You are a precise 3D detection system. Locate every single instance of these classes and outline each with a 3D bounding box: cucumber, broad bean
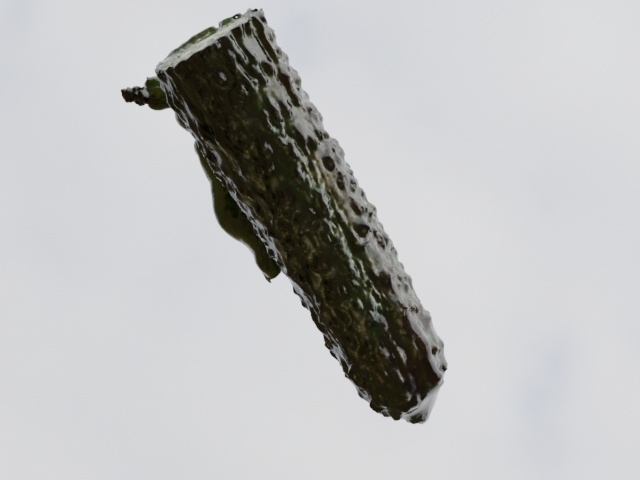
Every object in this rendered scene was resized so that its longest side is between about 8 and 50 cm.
[{"bbox_3d":[0.000,0.000,1.430,0.096,0.096,0.359,-15,-67,39],"label":"cucumber"},{"bbox_3d":[-0.078,-0.059,1.523,0.195,0.061,0.046,51,-14,3],"label":"broad bean"}]
